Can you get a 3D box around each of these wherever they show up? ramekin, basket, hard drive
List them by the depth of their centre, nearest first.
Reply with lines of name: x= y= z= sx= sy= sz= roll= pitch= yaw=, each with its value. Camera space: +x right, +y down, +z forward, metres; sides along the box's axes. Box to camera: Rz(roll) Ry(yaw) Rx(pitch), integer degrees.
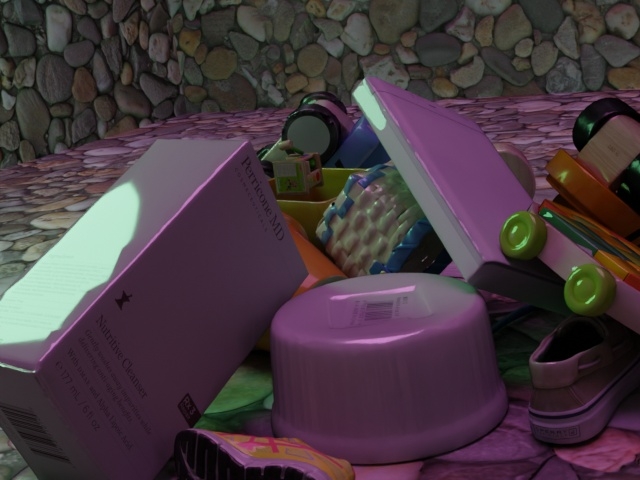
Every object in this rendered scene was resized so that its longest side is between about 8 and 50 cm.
ramekin: x=0.071 y=0.134 z=1.226 sx=0.277 sy=0.135 sz=0.277 roll=-8 pitch=14 yaw=2
hard drive: x=0.197 y=-0.060 z=1.372 sx=0.233 sy=0.047 sz=0.353 roll=17 pitch=34 yaw=-40
basket: x=0.162 y=0.020 z=1.493 sx=0.289 sy=0.201 sz=0.255 roll=41 pitch=36 yaw=22

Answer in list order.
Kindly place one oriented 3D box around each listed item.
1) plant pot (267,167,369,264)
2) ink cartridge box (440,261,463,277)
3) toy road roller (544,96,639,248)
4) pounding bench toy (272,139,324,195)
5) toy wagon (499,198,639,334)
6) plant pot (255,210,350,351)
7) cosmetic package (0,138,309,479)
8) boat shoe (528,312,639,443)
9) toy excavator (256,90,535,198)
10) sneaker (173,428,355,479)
plant pot: x=0.000 y=0.000 z=1.677 sx=0.212 sy=0.187 sz=0.212 roll=3 pitch=18 yaw=39
ink cartridge box: x=0.297 y=0.027 z=1.755 sx=0.145 sy=0.045 sz=0.179 roll=3 pitch=36 yaw=35
toy road roller: x=0.437 y=-0.018 z=1.483 sx=0.330 sy=0.240 sz=0.202 roll=33 pitch=15 yaw=-32
pounding bench toy: x=-0.033 y=-0.115 z=1.592 sx=0.052 sy=0.083 sz=0.065 roll=-1 pitch=16 yaw=25
toy wagon: x=0.368 y=0.068 z=1.205 sx=0.267 sy=0.068 sz=0.344 roll=18 pitch=19 yaw=-38
plant pot: x=-0.059 y=0.071 z=1.461 sx=0.205 sy=0.205 sz=0.188 roll=-19 pitch=34 yaw=-39
cosmetic package: x=-0.195 y=0.075 z=1.195 sx=0.156 sy=0.217 sz=0.385 roll=5 pitch=43 yaw=37
boat shoe: x=0.308 y=0.128 z=1.208 sx=0.109 sy=0.094 sz=0.302 roll=-1 pitch=16 yaw=26
toy excavator: x=0.121 y=-0.110 z=2.037 sx=0.433 sy=0.445 sz=0.222 roll=-47 pitch=7 yaw=15
sneaker: x=-0.057 y=0.230 z=1.061 sx=0.209 sy=0.081 sz=0.094 roll=11 pitch=15 yaw=34
